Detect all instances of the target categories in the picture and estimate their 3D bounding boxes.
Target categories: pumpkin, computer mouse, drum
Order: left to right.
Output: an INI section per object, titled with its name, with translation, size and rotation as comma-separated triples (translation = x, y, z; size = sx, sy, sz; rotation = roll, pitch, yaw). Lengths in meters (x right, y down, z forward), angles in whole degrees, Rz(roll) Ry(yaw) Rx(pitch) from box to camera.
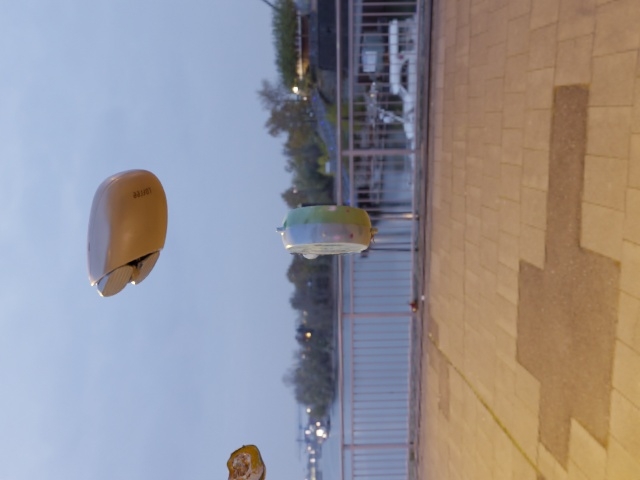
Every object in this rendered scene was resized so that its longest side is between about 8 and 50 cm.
[computer mouse]
translation = -0.336, -0.011, 1.029
size = 0.145, 0.082, 0.237
rotation = -28, -39, -54
[pumpkin]
translation = -0.091, 0.294, 0.743
size = 0.028, 0.050, 0.083
rotation = 65, 179, -25
[drum]
translation = -0.019, -0.001, 0.820
size = 0.253, 0.130, 0.049
rotation = 159, 112, -66
